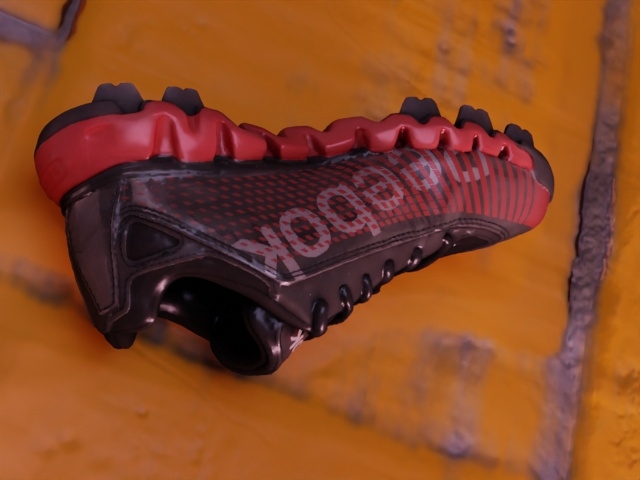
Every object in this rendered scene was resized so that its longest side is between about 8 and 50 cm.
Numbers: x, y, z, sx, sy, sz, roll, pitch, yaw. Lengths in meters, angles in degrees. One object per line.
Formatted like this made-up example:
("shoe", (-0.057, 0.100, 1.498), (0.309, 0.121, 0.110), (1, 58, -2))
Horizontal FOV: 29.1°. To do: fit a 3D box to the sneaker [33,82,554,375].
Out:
("sneaker", (0.000, 0.000, 0.616), (0.276, 0.097, 0.135), (-1, 71, -24))
